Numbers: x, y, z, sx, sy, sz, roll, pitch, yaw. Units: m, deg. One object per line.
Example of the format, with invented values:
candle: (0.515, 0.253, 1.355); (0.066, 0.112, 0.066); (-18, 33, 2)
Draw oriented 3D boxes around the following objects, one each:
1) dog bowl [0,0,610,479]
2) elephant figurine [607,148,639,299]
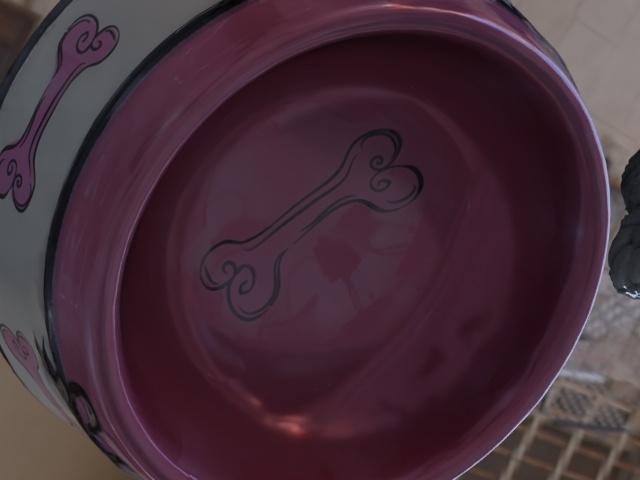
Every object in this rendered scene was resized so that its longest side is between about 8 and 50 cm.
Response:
dog bowl: (0.000, 0.000, 0.892); (0.408, 0.408, 0.150); (-60, -147, 9)
elephant figurine: (0.275, 0.024, 0.738); (0.186, 0.239, 0.169); (-36, -147, 39)
